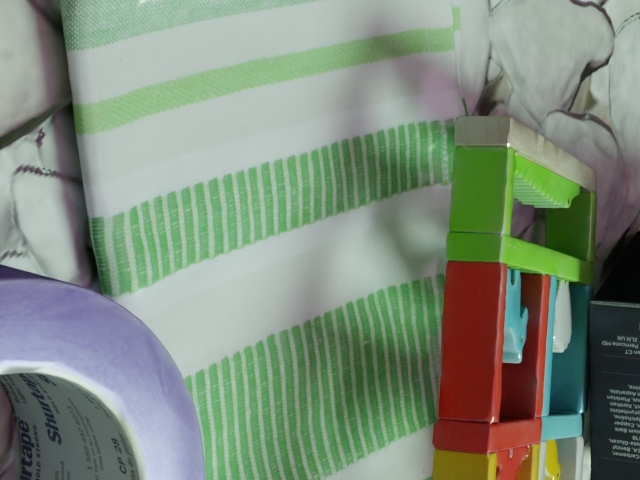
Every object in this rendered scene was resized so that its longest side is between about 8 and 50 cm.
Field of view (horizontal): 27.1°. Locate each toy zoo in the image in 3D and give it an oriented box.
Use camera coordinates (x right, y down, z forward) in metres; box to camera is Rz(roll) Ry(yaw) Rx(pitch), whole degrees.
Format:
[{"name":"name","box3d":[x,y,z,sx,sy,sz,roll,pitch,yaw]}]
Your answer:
[{"name":"toy zoo","box3d":[0.104,0.095,0.699,0.192,0.030,0.293,14,80,-65]}]

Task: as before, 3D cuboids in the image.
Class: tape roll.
[{"name":"tape roll","box3d":[-0.136,0.099,0.470,0.189,0.080,0.188,-12,107,-45]}]

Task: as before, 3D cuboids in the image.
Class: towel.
[{"name":"towel","box3d":[0.000,0.000,0.629,0.248,0.038,0.324,-21,113,-42]}]

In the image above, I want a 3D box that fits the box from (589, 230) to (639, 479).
[{"name":"box","box3d":[0.225,0.090,0.819,0.156,0.093,0.158,-34,124,-62]}]
